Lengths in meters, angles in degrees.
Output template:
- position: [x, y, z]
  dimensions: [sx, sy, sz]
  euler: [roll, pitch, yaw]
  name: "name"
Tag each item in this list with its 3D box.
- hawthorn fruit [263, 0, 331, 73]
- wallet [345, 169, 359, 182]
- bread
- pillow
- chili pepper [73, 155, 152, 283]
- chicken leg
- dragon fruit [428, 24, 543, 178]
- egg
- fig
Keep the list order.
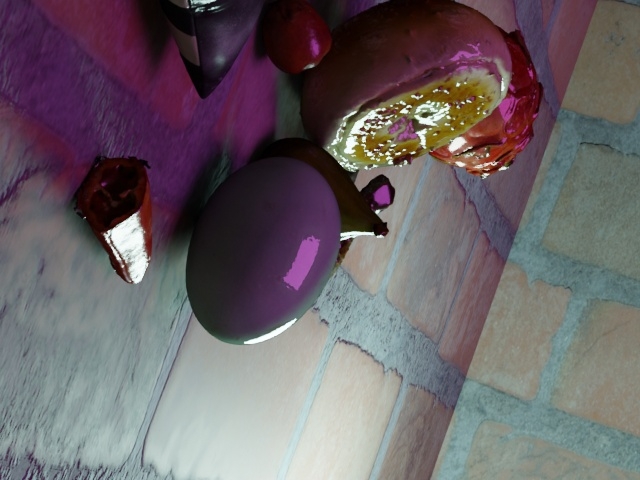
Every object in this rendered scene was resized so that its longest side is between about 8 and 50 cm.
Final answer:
- position: [-0.033, -0.248, 1.760]
  dimensions: [0.081, 0.081, 0.093]
  euler: [-54, 126, -46]
  name: "hawthorn fruit"
- position: [0.044, -0.184, 2.106]
  dimensions: [0.124, 0.042, 0.230]
  euler: [12, 94, -67]
  name: "wallet"
- position: [0.103, -0.209, 1.944]
  dimensions: [0.305, 0.159, 0.305]
  euler: [-23, 160, -9]
  name: "bread"
- position: [-0.103, -0.274, 1.445]
  dimensions: [0.250, 0.106, 0.186]
  euler: [80, 22, -63]
  name: "pillow"
- position: [-0.197, -0.004, 1.508]
  dimensions: [0.169, 0.064, 0.088]
  euler: [86, 28, -58]
  name: "chili pepper"
- position: [-0.006, 0.008, 2.019]
  dimensions: [0.177, 0.083, 0.322]
  euler: [-49, 173, 27]
  name: "chicken leg"
- position: [0.240, -0.227, 2.375]
  dimensions: [0.252, 0.241, 0.241]
  euler: [39, 69, -60]
  name: "dragon fruit"
- position: [-0.067, 0.012, 1.738]
  dimensions: [0.231, 0.168, 0.168]
  euler: [-66, 162, -11]
  name: "egg"
- position: [-0.006, -0.060, 1.857]
  dimensions: [0.133, 0.184, 0.127]
  euler: [-54, 127, -27]
  name: "fig"
